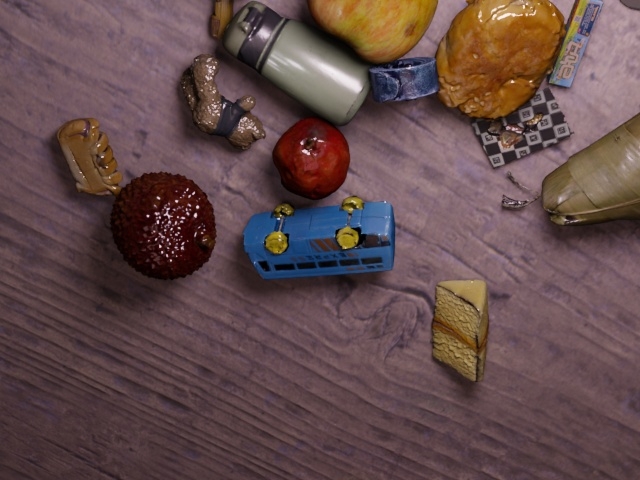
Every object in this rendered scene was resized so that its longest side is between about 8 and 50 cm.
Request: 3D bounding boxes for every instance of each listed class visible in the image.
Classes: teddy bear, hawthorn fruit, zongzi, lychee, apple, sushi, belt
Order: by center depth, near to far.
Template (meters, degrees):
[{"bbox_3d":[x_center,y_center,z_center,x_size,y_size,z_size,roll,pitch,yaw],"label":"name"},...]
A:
[{"bbox_3d":[0.116,-0.503,1.543,0.265,0.264,0.264,5,122,7],"label":"apple"},{"bbox_3d":[0.176,-0.335,1.579,0.142,0.190,0.082,-11,108,2],"label":"belt"},{"bbox_3d":[0.469,-0.267,1.754,0.201,0.031,0.139,-22,116,25],"label":"sushi"},{"bbox_3d":[0.696,-0.069,1.756,0.447,0.181,0.418,-34,111,29],"label":"zongzi"},{"bbox_3d":[-0.025,-0.200,1.770,0.190,0.251,0.189,-2,78,9],"label":"hawthorn fruit"},{"bbox_3d":[-0.246,-0.308,1.799,0.251,0.129,0.182,44,155,-22],"label":"teddy bear"},{"bbox_3d":[-0.395,-0.037,1.923,0.305,0.276,0.275,17,125,22],"label":"lychee"}]

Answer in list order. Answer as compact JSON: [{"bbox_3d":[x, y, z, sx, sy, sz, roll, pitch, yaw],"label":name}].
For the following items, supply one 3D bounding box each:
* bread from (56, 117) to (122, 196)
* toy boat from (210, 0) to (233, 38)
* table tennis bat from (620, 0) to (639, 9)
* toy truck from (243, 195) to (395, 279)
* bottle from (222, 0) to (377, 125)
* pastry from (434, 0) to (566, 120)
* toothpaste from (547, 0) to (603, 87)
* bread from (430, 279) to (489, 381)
[{"bbox_3d":[-0.590,-0.208,1.953,0.134,0.081,0.225,-2,123,18],"label":"bread"},{"bbox_3d":[-0.224,-0.529,1.704,0.049,0.047,0.149,10,124,4],"label":"toy boat"},{"bbox_3d":[0.729,-0.540,1.541,0.247,0.022,0.138,2,122,10],"label":"table tennis bat"},{"bbox_3d":[0.000,0.000,1.933,0.385,0.161,0.162,-5,130,12],"label":"toy truck"},{"bbox_3d":[-0.052,-0.404,1.687,0.347,0.168,0.168,30,122,-5],"label":"bottle"},{"bbox_3d":[0.376,-0.407,1.605,0.255,0.161,0.310,14,136,-16],"label":"pastry"},{"bbox_3d":[0.537,-0.433,1.628,0.070,0.044,0.193,13,123,1],"label":"toothpaste"},{"bbox_3d":[0.398,0.239,2.044,0.142,0.178,0.265,-18,125,-16],"label":"bread"}]
